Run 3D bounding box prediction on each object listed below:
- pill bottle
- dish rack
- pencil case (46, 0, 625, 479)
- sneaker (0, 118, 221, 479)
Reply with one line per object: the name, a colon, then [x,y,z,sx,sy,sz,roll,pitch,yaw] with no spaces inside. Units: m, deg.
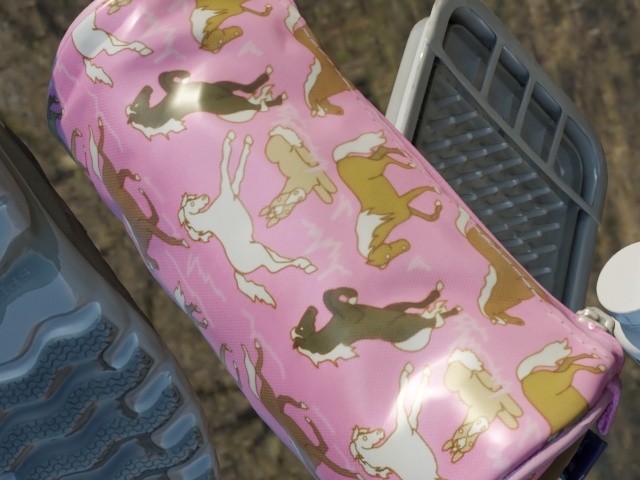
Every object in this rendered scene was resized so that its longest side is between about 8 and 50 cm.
pill bottle: [0.302,0.075,1.197,0.169,0.094,0.094,42,-166,-35]
dish rack: [0.135,-0.022,1.261,0.285,0.072,0.332,41,-129,-35]
pencil case: [0.000,0.000,0.821,0.386,0.167,0.160,48,142,20]
sneaker: [-0.122,0.023,0.607,0.115,0.105,0.281,-104,-11,-66]
